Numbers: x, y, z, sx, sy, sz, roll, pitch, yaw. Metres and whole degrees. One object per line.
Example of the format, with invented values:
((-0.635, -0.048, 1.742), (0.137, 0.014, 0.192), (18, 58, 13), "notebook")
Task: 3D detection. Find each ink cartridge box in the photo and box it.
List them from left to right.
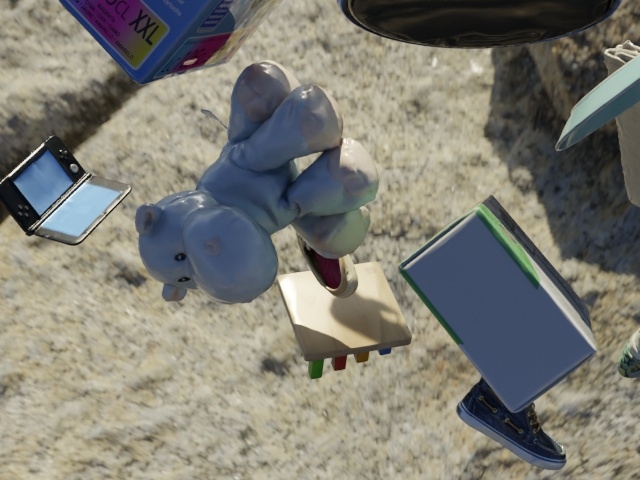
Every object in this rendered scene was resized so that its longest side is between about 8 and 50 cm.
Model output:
((-0.059, -0.355, 1.168), (0.151, 0.270, 0.395), (44, 111, 1), "ink cartridge box")
((0.218, 0.062, 1.409), (0.121, 0.289, 0.211), (-40, 88, 12), "ink cartridge box")

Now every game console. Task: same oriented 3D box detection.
((-0.360, -0.073, 1.644), (0.124, 0.085, 0.144), (55, 45, -20), "game console")

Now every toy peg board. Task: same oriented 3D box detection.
((0.030, 0.123, 1.730), (0.161, 0.079, 0.161), (-8, 46, -15), "toy peg board")

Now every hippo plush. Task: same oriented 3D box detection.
((-0.105, -0.057, 1.335), (0.294, 0.234, 0.236), (23, 47, 35), "hippo plush")

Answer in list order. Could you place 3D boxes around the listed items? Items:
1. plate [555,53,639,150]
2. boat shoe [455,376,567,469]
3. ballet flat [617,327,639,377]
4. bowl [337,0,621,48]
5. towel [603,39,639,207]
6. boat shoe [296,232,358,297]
((0.286, -0.145, 1.062), (0.188, 0.188, 0.024), (-34, 83, -5), "plate")
((0.289, 0.255, 1.662), (0.183, 0.065, 0.083), (29, 112, -10), "boat shoe")
((0.469, 0.119, 1.571), (0.188, 0.070, 0.070), (-38, 71, 21), "ballet flat")
((0.206, -0.337, 1.521), (0.391, 0.391, 0.077), (0, 82, 5), "bowl")
((0.499, -0.144, 1.686), (0.049, 0.282, 0.187), (-28, 33, -16), "towel")
((0.000, 0.000, 1.632), (0.063, 0.059, 0.170), (-31, 78, 13), "boat shoe")
